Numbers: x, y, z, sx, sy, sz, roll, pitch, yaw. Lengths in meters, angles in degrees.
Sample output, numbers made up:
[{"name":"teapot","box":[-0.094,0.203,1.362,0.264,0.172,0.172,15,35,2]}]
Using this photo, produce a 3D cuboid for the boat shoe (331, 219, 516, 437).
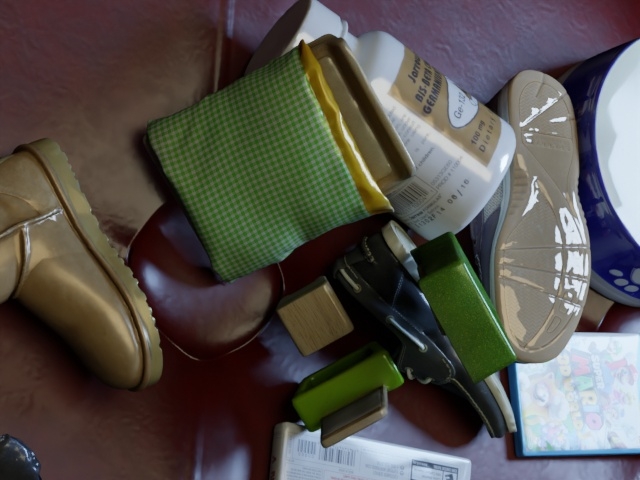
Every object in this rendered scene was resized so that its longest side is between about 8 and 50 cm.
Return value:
[{"name":"boat shoe","box":[0.099,0.092,1.695,0.079,0.084,0.233,-35,107,5]}]

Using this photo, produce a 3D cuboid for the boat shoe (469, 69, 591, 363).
[{"name":"boat shoe","box":[0.187,-0.016,1.751,0.103,0.092,0.285,9,70,-24]}]

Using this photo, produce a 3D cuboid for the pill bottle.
[{"name":"pill bottle","box":[0.050,-0.112,1.668,0.229,0.131,0.131,35,62,-17]}]

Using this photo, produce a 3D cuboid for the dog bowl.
[{"name":"dog bowl","box":[0.341,-0.071,1.852,0.265,0.104,0.265,8,74,-29]}]

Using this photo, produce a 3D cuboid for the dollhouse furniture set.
[{"name":"dollhouse furniture set","box":[0.000,0.000,1.543,0.197,0.151,0.301,-29,100,6]}]

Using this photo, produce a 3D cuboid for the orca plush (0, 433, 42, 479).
[{"name":"orca plush","box":[-0.310,0.176,1.428,0.287,0.102,0.151,16,115,-17]}]

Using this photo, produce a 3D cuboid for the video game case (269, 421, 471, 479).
[{"name":"video game case","box":[0.041,0.266,1.635,0.201,0.023,0.183,15,70,-29]}]

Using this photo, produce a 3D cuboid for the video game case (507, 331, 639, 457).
[{"name":"video game case","box":[0.253,0.148,1.797,0.166,0.015,0.119,3,76,-31]}]

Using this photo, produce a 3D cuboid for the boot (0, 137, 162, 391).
[{"name":"boot","box":[-0.286,0.060,1.455,0.269,0.089,0.236,-26,81,-33]}]
